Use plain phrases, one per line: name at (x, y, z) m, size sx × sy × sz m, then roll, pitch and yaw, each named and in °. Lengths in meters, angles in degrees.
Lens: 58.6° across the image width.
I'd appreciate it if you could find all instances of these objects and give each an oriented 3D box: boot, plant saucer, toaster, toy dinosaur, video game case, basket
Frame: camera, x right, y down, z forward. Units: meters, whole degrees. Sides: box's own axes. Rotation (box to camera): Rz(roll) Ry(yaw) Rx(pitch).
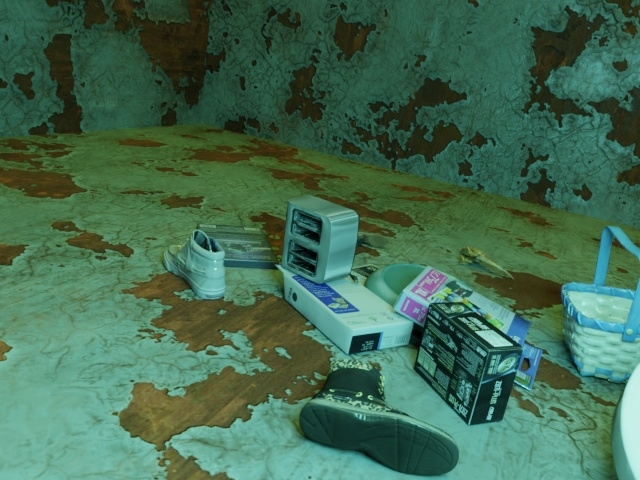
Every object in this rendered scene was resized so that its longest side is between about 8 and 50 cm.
boot at (0.151, -0.013, 1.828) m, size 0.118 × 0.042 × 0.087 m, roll 6°, pitch 16°, yaw -14°
boot at (-0.290, 0.030, 1.333) m, size 0.095 × 0.124 × 0.258 m, roll -5°, pitch 23°, yaw -39°
plant saucer at (0.265, 0.132, 1.394) m, size 0.317 × 0.044 × 0.318 m, roll 13°, pitch 22°, yaw -5°
boot at (0.100, 0.264, 0.896) m, size 0.236 × 0.085 × 0.178 m, roll 13°, pitch 16°, yaw 10°
toaster at (0.000, 0.000, 1.312) m, size 0.185 × 0.168 × 0.110 m, roll 23°, pitch 25°, yaw 37°
toy dinosaur at (0.498, 0.051, 1.779) m, size 0.112 × 0.064 × 0.211 m, roll 2°, pitch 20°, yaw -25°
video game case at (0.142, 0.114, 1.474) m, size 0.173 × 0.022 × 0.190 m, roll -9°, pitch 25°, yaw -43°
video game case at (-0.236, 0.012, 1.579) m, size 0.195 × 0.026 × 0.274 m, roll 4°, pitch 20°, yaw -17°
basket at (0.630, 0.134, 1.225) m, size 0.200 × 0.289 × 0.255 m, roll 3°, pitch 20°, yaw 12°

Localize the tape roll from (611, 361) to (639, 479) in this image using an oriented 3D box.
tape roll at (0.604, 0.294, 0.755) m, size 0.391 × 0.072 × 0.392 m, roll -6°, pitch 48°, yaw 7°

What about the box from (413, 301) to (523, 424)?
box at (0.260, 0.214, 1.027) m, size 0.077 × 0.148 × 0.180 m, roll 1°, pitch 19°, yaw -25°

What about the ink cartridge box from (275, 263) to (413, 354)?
ink cartridge box at (0.038, 0.139, 1.276) m, size 0.165 × 0.065 × 0.332 m, roll -2°, pitch 23°, yaw -32°

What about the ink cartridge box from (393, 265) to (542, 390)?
ink cartridge box at (0.328, 0.174, 1.212) m, size 0.311 × 0.065 × 0.185 m, roll 32°, pitch 27°, yaw 17°
